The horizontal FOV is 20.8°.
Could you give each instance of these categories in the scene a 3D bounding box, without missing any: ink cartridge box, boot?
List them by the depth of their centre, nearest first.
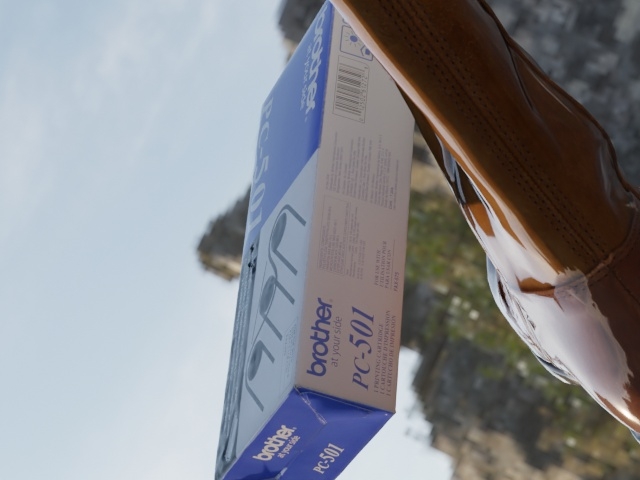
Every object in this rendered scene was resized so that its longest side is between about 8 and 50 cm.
[{"bbox_3d":[0.053,-0.044,0.666,0.096,0.280,0.264,-39,22,11],"label":"boot"},{"bbox_3d":[0.000,0.000,0.748,0.097,0.046,0.207,126,156,-51],"label":"ink cartridge box"}]
